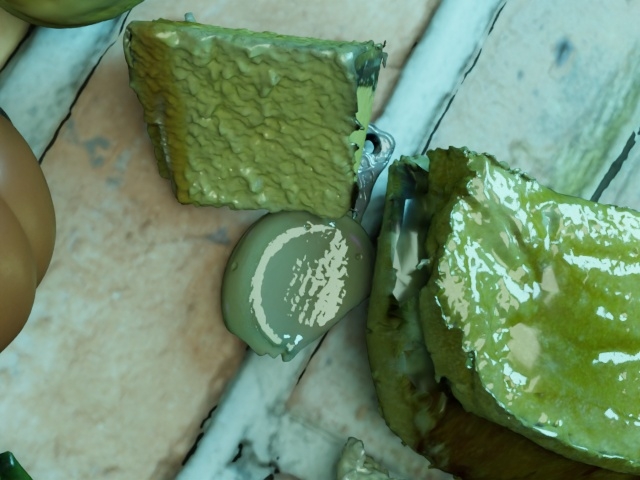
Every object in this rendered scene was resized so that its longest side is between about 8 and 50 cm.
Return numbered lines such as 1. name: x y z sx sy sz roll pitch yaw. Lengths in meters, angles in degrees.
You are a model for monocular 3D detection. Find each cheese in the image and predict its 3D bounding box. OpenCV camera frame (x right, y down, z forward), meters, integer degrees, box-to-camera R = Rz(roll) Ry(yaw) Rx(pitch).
1. cheese: 0.005 0.005 0.767 0.171 0.047 0.092 -45 103 -15

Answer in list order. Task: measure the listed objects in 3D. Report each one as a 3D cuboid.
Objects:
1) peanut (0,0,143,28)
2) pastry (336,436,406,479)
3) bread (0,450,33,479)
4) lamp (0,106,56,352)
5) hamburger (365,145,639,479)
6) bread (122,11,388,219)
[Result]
1. peanut: -0.095 -0.266 0.695 0.147 0.147 0.319 41 80 -13
2. pastry: 0.109 0.239 0.778 0.258 0.089 0.121 26 93 -13
3. bread: -0.253 0.293 0.601 0.251 0.208 0.376 27 84 -11
4. lamp: -0.237 -0.002 0.625 0.188 0.164 0.187 -2 51 2
5. hamburger: 0.159 0.072 0.768 0.309 0.132 0.211 18 83 -20
6. bread: -0.042 -0.083 0.689 0.147 0.152 0.127 8 87 9
